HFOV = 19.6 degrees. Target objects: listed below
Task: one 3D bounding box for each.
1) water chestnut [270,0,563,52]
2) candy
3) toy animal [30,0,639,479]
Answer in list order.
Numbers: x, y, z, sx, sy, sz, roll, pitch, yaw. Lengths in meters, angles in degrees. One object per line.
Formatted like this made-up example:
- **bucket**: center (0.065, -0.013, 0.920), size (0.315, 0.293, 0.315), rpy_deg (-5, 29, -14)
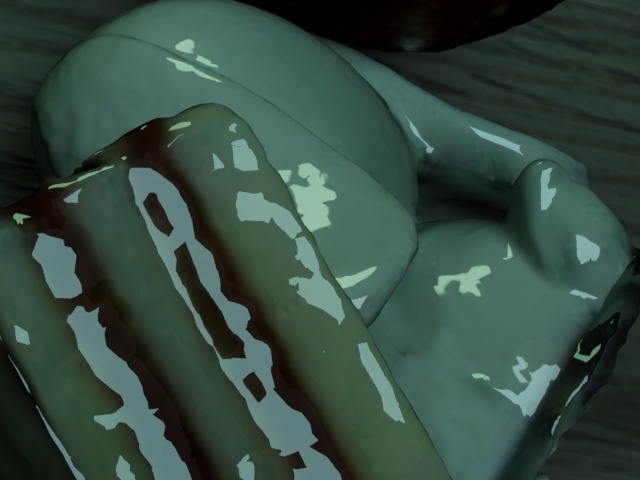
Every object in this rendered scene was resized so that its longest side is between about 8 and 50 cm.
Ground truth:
- **water chestnut**: center (0.003, -0.221, 0.827), size (0.300, 0.300, 0.300), rpy_deg (7, 73, -25)
- **candy**: center (-0.087, 0.092, 0.669), size (0.135, 0.321, 0.179), rpy_deg (-32, 88, -31)
- **toy animal**: center (0.007, 0.010, 0.777), size (0.289, 0.249, 0.174), rpy_deg (24, 111, -6)
